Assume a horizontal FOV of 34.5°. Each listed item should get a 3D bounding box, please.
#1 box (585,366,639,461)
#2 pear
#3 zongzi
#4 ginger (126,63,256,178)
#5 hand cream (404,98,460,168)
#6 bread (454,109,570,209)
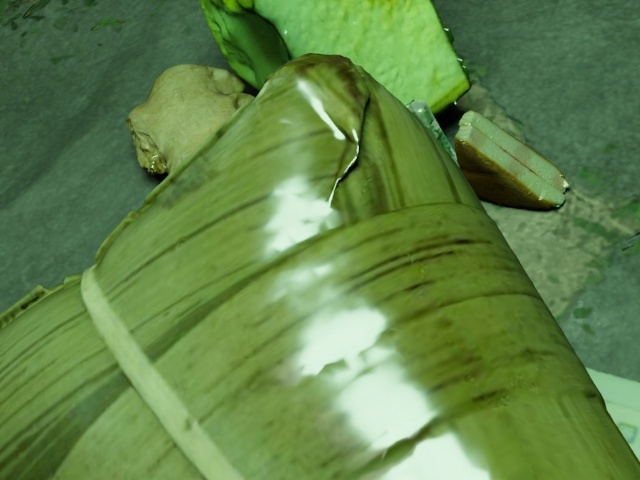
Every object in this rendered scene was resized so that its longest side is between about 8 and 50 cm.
[{"bbox_3d":[0.101,0.253,0.582,0.396,0.111,0.396,15,60,28],"label":"box"},{"bbox_3d":[-0.024,-0.219,0.919,0.159,0.292,0.292,-33,49,-10],"label":"pear"},{"bbox_3d":[-0.044,0.221,0.505,0.467,0.218,0.500,-39,53,16],"label":"zongzi"},{"bbox_3d":[-0.105,-0.081,0.947,0.137,0.074,0.213,-29,44,8],"label":"ginger"},{"bbox_3d":[0.000,0.000,0.844,0.276,0.095,0.059,-39,24,-8],"label":"hand cream"},{"bbox_3d":[0.148,-0.058,0.855,0.109,0.062,0.043,32,63,-10],"label":"bread"}]
